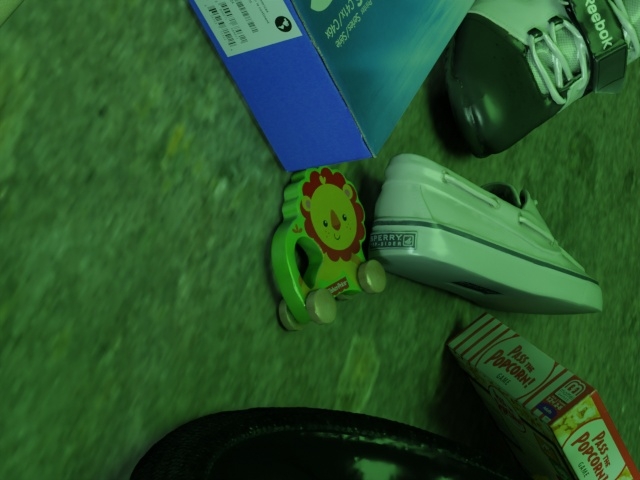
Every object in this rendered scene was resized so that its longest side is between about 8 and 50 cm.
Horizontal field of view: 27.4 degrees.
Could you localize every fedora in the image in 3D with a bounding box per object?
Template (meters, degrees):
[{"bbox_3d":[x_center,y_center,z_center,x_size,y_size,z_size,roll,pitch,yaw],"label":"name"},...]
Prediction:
[{"bbox_3d":[0.036,0.225,0.729,0.334,0.334,0.152,-2,119,-54],"label":"fedora"}]

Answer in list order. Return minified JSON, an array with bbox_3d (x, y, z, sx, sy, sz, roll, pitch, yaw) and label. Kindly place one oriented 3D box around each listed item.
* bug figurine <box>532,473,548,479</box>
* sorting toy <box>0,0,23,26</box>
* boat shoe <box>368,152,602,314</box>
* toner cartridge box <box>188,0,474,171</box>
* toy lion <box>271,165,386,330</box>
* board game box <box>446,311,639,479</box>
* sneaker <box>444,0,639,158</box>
[{"bbox_3d":[0.118,0.295,0.940,0.279,0.072,0.216,-28,102,-48],"label":"bug figurine"},{"bbox_3d":[-0.184,-0.204,0.633,0.196,0.047,0.348,57,43,-31],"label":"sorting toy"},{"bbox_3d":[0.133,0.000,1.000,0.267,0.096,0.088,17,75,-43],"label":"boat shoe"},{"bbox_3d":[0.040,-0.217,0.920,0.165,0.075,0.348,61,41,-29],"label":"toner cartridge box"},{"bbox_3d":[0.000,0.000,0.868,0.100,0.034,0.096,-28,100,-52],"label":"toy lion"},{"bbox_3d":[0.185,0.161,0.997,0.045,0.147,0.193,-37,121,-9],"label":"board game box"},{"bbox_3d":[0.215,-0.183,1.099,0.330,0.146,0.122,-50,125,-44],"label":"sneaker"}]
